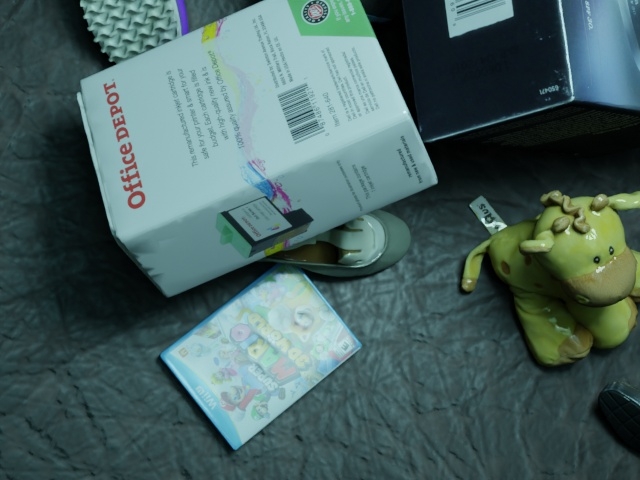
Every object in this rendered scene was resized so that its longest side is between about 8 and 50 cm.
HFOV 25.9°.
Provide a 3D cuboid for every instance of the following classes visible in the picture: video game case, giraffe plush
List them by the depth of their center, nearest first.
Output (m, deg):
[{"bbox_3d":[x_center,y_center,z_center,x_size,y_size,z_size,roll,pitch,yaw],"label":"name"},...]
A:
[{"bbox_3d":[-0.058,0.109,1.368,0.166,0.015,0.119,-38,89,-17],"label":"video game case"},{"bbox_3d":[0.254,0.013,1.378,0.210,0.170,0.181,36,73,-3],"label":"giraffe plush"}]

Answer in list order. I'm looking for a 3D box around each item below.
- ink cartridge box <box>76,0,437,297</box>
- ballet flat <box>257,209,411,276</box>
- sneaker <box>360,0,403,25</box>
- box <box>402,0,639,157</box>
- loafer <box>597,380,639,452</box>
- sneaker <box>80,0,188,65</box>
[{"bbox_3d":[-0.062,-0.099,1.278,0.278,0.117,0.201,-23,54,5],"label":"ink cartridge box"},{"bbox_3d":[0.000,0.000,1.363,0.213,0.068,0.072,4,92,-21],"label":"ballet flat"},{"bbox_3d":[0.050,-0.383,1.403,0.140,0.125,0.340,20,84,-45],"label":"sneaker"},{"bbox_3d":[0.236,-0.246,1.354,0.294,0.183,0.296,0,80,-48],"label":"box"},{"bbox_3d":[0.360,0.192,1.430,0.170,0.062,0.061,37,51,-7],"label":"loafer"},{"bbox_3d":[-0.184,-0.309,1.383,0.146,0.102,0.293,-44,117,-58],"label":"sneaker"}]
